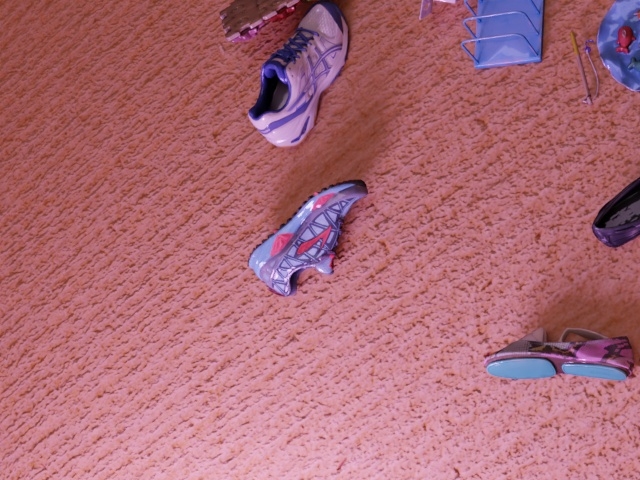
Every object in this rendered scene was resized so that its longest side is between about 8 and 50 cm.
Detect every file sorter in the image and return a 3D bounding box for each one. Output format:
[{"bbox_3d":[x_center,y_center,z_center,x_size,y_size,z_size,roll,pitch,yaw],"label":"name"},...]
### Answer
[{"bbox_3d":[0.309,-0.397,1.635,0.118,0.104,0.170,-2,75,28],"label":"file sorter"}]

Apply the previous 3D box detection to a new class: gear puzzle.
[{"bbox_3d":[-0.038,-0.485,1.866,0.339,0.044,0.175,-28,33,6],"label":"gear puzzle"}]

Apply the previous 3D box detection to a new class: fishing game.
[{"bbox_3d":[0.532,-0.329,1.529,0.264,0.041,0.189,-13,73,26],"label":"fishing game"}]

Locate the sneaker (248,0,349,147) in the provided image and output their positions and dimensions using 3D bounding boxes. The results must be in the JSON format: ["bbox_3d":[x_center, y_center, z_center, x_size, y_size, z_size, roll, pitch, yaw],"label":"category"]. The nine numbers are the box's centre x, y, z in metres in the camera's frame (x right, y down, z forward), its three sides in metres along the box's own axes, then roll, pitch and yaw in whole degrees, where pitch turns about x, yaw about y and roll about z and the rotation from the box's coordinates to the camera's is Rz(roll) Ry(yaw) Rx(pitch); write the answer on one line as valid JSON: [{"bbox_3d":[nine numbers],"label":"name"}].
[{"bbox_3d":[-0.040,-0.325,1.795,0.112,0.131,0.296,13,81,33],"label":"sneaker"}]

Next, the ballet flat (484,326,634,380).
[{"bbox_3d":[0.364,0.171,1.468,0.222,0.077,0.079,-2,56,24],"label":"ballet flat"}]

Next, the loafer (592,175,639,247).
[{"bbox_3d":[0.508,-0.070,1.444,0.223,0.078,0.076,-38,61,15],"label":"loafer"}]

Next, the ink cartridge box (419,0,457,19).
[{"bbox_3d":[0.224,-0.476,1.677,0.062,0.104,0.181,14,114,14],"label":"ink cartridge box"}]

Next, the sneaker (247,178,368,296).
[{"bbox_3d":[0.000,0.000,1.716,0.262,0.104,0.125,-42,77,17],"label":"sneaker"}]
